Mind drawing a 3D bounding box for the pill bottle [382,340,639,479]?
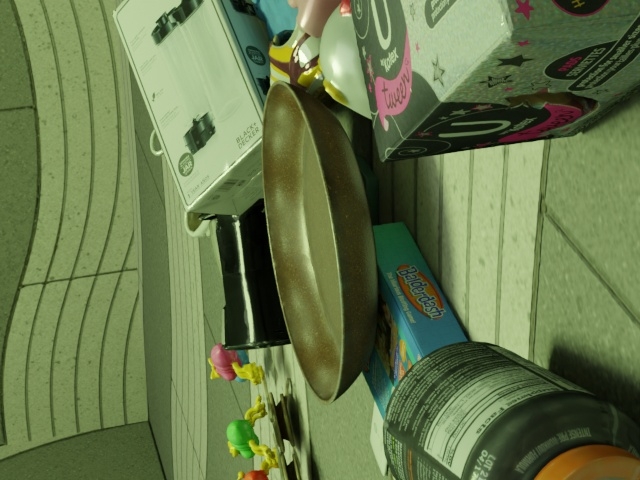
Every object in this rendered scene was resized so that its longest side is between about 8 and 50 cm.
[{"bbox_3d":[0.134,0.150,0.918,0.245,0.130,0.131,-152,55,-74],"label":"pill bottle"}]

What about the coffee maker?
[{"bbox_3d":[-0.071,0.042,1.736,0.171,0.120,0.178,157,104,-76],"label":"coffee maker"}]

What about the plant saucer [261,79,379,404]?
[{"bbox_3d":[0.000,0.000,1.362,0.310,0.050,0.311,172,90,-78],"label":"plant saucer"}]

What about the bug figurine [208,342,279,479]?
[{"bbox_3d":[-0.107,0.239,1.997,0.216,0.072,0.279,78,180,-62],"label":"bug figurine"}]

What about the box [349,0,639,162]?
[{"bbox_3d":[0.110,-0.153,0.801,0.247,0.142,0.163,136,125,-74],"label":"box"}]

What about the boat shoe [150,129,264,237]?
[{"bbox_3d":[-0.135,-0.124,1.815,0.367,0.156,0.136,106,152,-55],"label":"boat shoe"}]

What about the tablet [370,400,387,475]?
[{"bbox_3d":[0.063,0.206,1.520,0.054,0.006,0.083,-111,19,-44],"label":"tablet"}]

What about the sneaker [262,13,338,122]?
[{"bbox_3d":[-0.022,-0.169,1.446,0.084,0.069,0.185,62,152,6],"label":"sneaker"}]

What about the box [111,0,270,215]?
[{"bbox_3d":[-0.124,-0.194,1.654,0.169,0.087,0.290,-41,61,35],"label":"box"}]

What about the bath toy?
[{"bbox_3d":[0.019,-0.241,1.195,0.129,0.151,0.348,-50,38,23],"label":"bath toy"}]

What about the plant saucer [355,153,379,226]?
[{"bbox_3d":[0.044,0.007,1.456,0.067,0.018,0.192,-119,24,-57],"label":"plant saucer"}]

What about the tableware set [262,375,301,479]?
[{"bbox_3d":[-0.038,0.284,1.932,0.194,0.039,0.128,-104,1,-46],"label":"tableware set"}]

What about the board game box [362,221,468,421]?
[{"bbox_3d":[0.083,0.109,1.286,0.210,0.047,0.160,-115,20,-49],"label":"board game box"}]

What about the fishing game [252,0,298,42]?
[{"bbox_3d":[-0.032,-0.259,1.529,0.264,0.041,0.189,65,163,8],"label":"fishing game"}]
